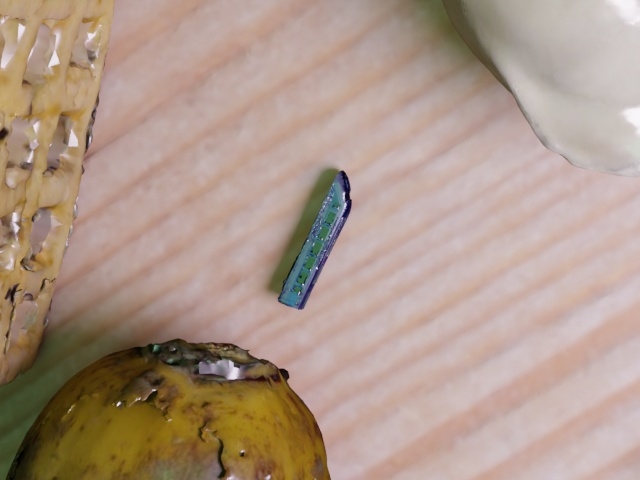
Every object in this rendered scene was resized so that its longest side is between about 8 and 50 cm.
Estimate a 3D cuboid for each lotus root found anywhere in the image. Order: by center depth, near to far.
[{"bbox_3d":[-0.101,0.246,0.845,0.196,0.179,0.397,12,94,28],"label":"lotus root"}]

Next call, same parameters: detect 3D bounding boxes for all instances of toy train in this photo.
[{"bbox_3d":[0.000,0.000,0.874,0.017,0.017,0.083,27,101,7],"label":"toy train"}]

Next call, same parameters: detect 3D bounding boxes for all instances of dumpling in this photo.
[{"bbox_3d":[0.137,-0.154,0.773,0.162,0.132,0.250,-21,75,23],"label":"dumpling"}]

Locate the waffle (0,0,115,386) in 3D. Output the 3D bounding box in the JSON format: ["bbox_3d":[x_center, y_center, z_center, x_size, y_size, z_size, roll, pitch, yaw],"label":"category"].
[{"bbox_3d":[-0.230,-0.023,0.741,0.114,0.376,0.261,17,101,10],"label":"waffle"}]
